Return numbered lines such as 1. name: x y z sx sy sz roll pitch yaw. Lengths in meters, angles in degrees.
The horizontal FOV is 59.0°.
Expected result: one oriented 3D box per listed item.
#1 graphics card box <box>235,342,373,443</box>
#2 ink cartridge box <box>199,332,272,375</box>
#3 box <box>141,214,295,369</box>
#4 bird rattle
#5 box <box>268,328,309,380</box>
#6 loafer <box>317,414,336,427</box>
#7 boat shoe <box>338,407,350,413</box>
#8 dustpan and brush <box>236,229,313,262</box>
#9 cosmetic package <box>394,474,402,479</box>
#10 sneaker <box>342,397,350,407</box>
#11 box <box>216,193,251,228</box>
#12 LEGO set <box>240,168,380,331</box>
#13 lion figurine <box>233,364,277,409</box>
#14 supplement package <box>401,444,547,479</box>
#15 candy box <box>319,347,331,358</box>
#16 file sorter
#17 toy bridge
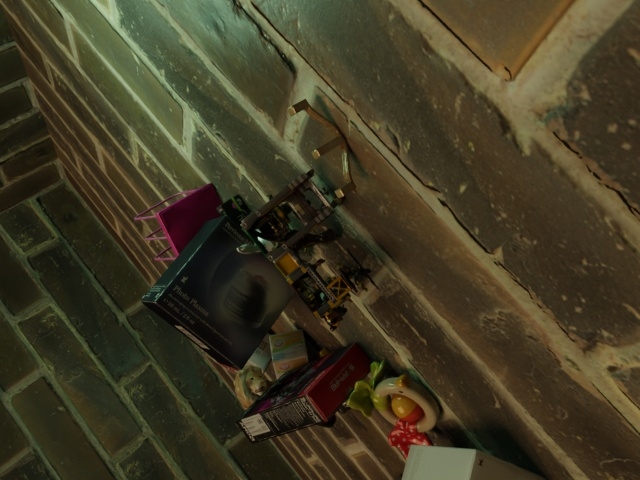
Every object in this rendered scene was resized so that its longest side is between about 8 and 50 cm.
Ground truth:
1. graphics card box: -0.049 0.420 1.540 0.094 0.232 0.371 53 136 -1
2. ink cartridge box: -0.310 0.400 2.126 0.271 0.130 0.309 31 152 2
3. box: -0.264 0.139 1.533 0.296 0.294 0.182 43 157 -19
4. bird rattle: 0.196 0.416 1.372 0.253 0.143 0.207 50 139 2
5. box: -0.092 0.389 1.804 0.203 0.114 0.103 84 174 -46
6. loafer: -0.055 0.518 1.777 0.223 0.076 0.078 29 153 -1
7. boat shoe: 0.030 0.495 1.815 0.227 0.068 0.081 0 123 60
8. dustpan and brush: -0.123 0.010 1.330 0.147 0.060 0.211 44 -167 21
9. cosmetic package: 0.243 0.881 1.871 0.107 0.127 0.238 40 150 27
10. sneaker: 0.058 0.454 1.656 0.170 0.068 0.071 -23 64 52
11. box: -0.235 -0.074 1.561 0.083 0.062 0.052 56 156 -9
12. LEGO set: 0.000 0.000 1.182 0.331 0.192 0.255 52 -175 11
13. lion figurine: -0.144 0.532 1.964 0.142 0.392 0.240 -25 76 24
14. supplement package: 0.309 0.558 1.218 0.177 0.175 0.293 25 156 -9
15. candy box: 0.076 0.417 1.687 0.206 0.027 0.105 39 154 29
16. file sorter: -0.390 0.009 1.703 0.182 0.202 0.291 -3 116 44
17. toy bridge: 0.015 -0.166 1.006 0.188 0.063 0.026 59 155 -8
